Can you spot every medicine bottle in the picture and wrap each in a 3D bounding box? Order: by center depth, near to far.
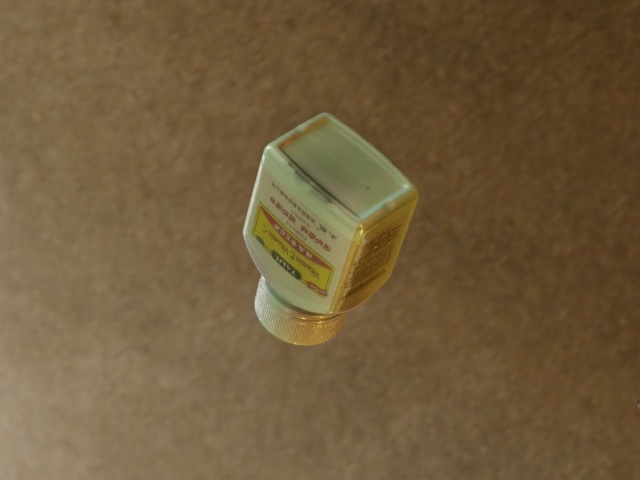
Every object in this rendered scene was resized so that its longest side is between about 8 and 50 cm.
[{"bbox_3d":[0.000,0.000,1.005,0.074,0.055,0.118,41,142,20],"label":"medicine bottle"}]

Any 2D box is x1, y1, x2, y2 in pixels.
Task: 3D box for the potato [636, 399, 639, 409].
[{"bbox_3d":[0.281,0.038,0.977,0.243,0.098,0.138,-8,90,44],"label":"potato"}]
